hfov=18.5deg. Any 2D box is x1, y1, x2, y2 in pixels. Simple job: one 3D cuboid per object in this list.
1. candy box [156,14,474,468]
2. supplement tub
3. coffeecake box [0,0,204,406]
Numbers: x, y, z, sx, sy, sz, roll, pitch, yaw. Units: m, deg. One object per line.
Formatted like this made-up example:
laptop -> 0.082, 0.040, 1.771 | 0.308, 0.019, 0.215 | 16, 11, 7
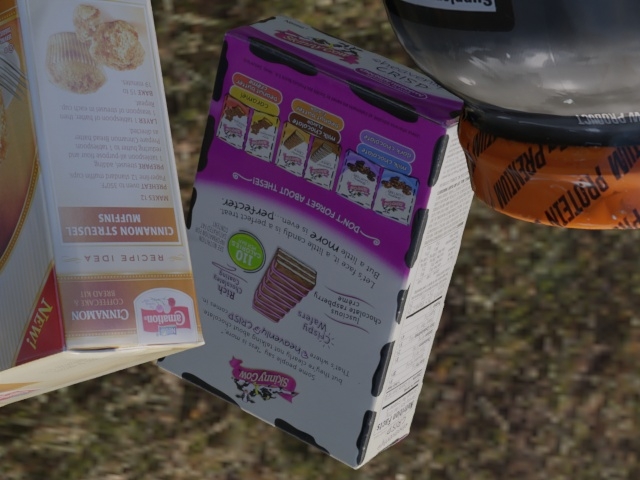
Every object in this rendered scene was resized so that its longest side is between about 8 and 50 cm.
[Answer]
candy box -> 0.000, 0.000, 1.199 | 0.071, 0.159, 0.233 | -25, 135, -55
supplement tub -> 0.062, -0.106, 0.399 | 0.117, 0.117, 0.190 | -26, 114, -36
coffeecake box -> -0.126, -0.035, 0.759 | 0.068, 0.142, 0.185 | -1, 77, -44
